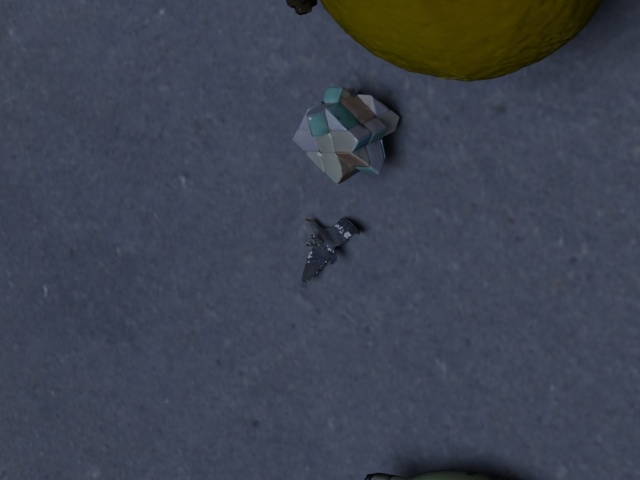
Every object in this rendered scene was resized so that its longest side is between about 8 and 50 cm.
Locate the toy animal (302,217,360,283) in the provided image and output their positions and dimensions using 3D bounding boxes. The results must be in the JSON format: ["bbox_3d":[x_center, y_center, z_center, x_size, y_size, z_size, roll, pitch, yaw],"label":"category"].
[{"bbox_3d":[0.000,0.000,1.785,0.050,0.028,0.084,50,122,2],"label":"toy animal"}]

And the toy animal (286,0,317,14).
[{"bbox_3d":[-0.051,-0.285,1.728,0.220,0.086,0.069,49,121,34],"label":"toy animal"}]

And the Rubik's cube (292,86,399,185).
[{"bbox_3d":[0.029,-0.099,1.714,0.084,0.075,0.073,33,135,6],"label":"Rubik's cube"}]

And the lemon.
[{"bbox_3d":[0.109,-0.259,1.500,0.293,0.293,0.293,8,106,31],"label":"lemon"}]

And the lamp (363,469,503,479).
[{"bbox_3d":[0.151,0.261,1.716,0.250,0.101,0.101,13,109,19],"label":"lamp"}]
